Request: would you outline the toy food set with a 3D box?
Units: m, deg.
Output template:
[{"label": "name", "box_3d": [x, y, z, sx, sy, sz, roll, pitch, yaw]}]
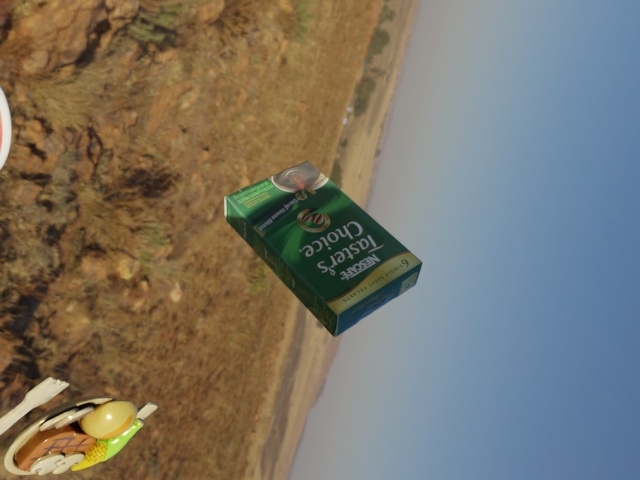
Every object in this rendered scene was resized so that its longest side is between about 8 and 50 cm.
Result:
[{"label": "toy food set", "box_3d": [-0.251, 0.204, 0.645, 0.132, 0.038, 0.192, -39, 153, 0]}]

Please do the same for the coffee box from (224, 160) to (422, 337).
[{"label": "coffee box", "box_3d": [0.000, 0.000, 0.636, 0.113, 0.184, 0.040, -27, 146, -28]}]

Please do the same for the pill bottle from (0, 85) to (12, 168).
[{"label": "pill bottle", "box_3d": [-0.552, -0.144, 0.772, 0.283, 0.161, 0.161, -17, 126, -52]}]
